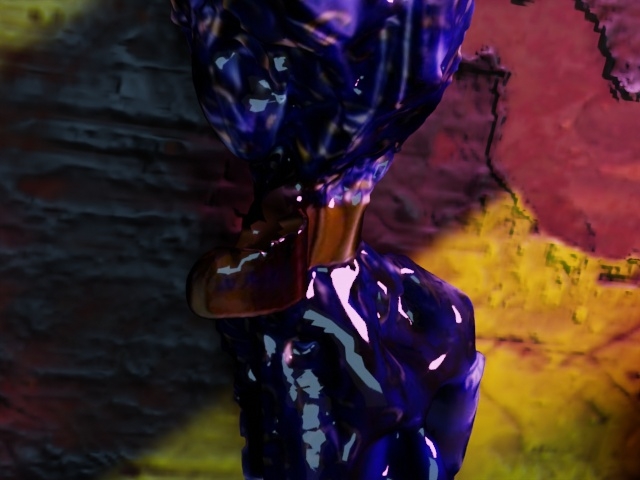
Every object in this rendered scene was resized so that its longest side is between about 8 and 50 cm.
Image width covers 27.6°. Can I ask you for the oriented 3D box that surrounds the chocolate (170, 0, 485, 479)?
[{"bbox_3d":[0.002,0.004,0.515,0.148,0.126,0.343,-35,133,-41],"label":"chocolate"}]
